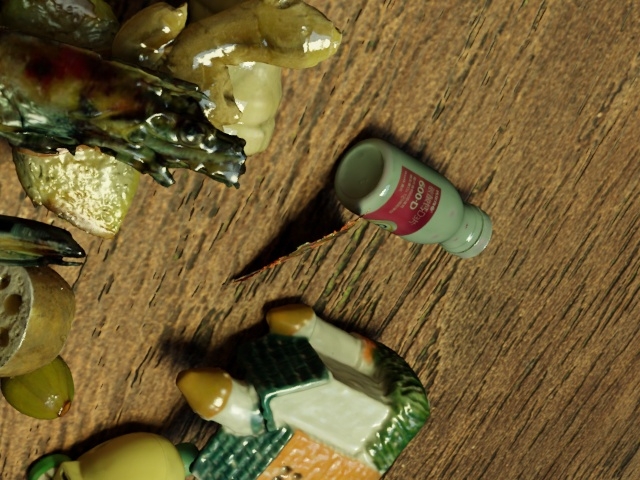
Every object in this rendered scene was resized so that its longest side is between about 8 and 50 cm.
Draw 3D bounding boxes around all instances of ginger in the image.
[{"bbox_3d":[-0.086,-0.142,0.954,0.214,0.059,0.133,-7,109,-1],"label":"ginger"}]

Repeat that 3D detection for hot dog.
[{"bbox_3d":[-0.226,-0.131,1.001,0.123,0.093,0.262,-1,116,-9],"label":"hot dog"}]

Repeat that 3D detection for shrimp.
[{"bbox_3d":[-0.242,-0.068,0.939,0.364,0.071,0.233,13,121,5],"label":"shrimp"}]

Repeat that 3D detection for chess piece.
[{"bbox_3d":[-0.060,-0.234,1.009,0.137,0.137,0.301,2,122,-35],"label":"chess piece"}]

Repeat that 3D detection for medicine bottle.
[{"bbox_3d":[0.116,-0.042,1.308,0.216,0.090,0.090,26,108,-43],"label":"medicine bottle"}]

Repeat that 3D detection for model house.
[{"bbox_3d":[-0.061,0.200,1.350,0.301,0.190,0.271,34,102,-33],"label":"model house"}]

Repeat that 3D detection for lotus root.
[{"bbox_3d":[-0.306,0.080,1.112,0.122,0.112,0.081,-50,141,9],"label":"lotus root"}]

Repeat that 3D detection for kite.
[{"bbox_3d":[0.000,0.001,1.290,0.222,0.008,0.125,-27,177,32],"label":"kite"}]

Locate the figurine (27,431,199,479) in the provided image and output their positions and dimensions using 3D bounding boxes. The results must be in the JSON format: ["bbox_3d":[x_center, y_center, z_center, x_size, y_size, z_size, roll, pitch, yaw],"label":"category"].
[{"bbox_3d":[-0.266,0.371,1.373,0.222,0.124,0.325,7,120,-43],"label":"figurine"}]

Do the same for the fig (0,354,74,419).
[{"bbox_3d":[-0.300,0.159,1.200,0.074,0.088,0.074,-36,148,-27],"label":"fig"}]
